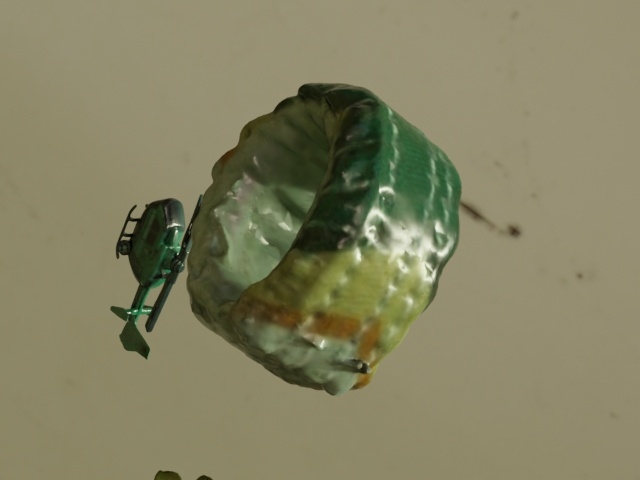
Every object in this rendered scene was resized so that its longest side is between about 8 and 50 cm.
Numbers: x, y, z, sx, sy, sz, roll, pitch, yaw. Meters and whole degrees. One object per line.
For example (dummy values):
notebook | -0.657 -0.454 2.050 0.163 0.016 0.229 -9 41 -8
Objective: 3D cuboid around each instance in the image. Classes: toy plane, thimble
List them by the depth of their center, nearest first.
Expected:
thimble | 0.000 0.000 1.512 0.254 0.167 0.288 -20 -133 44
toy plane | -0.214 0.033 2.039 0.096 0.060 0.235 30 -73 26

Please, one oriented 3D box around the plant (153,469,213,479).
plant | -0.242 0.466 2.074 0.261 0.297 0.306 -42 -122 35
